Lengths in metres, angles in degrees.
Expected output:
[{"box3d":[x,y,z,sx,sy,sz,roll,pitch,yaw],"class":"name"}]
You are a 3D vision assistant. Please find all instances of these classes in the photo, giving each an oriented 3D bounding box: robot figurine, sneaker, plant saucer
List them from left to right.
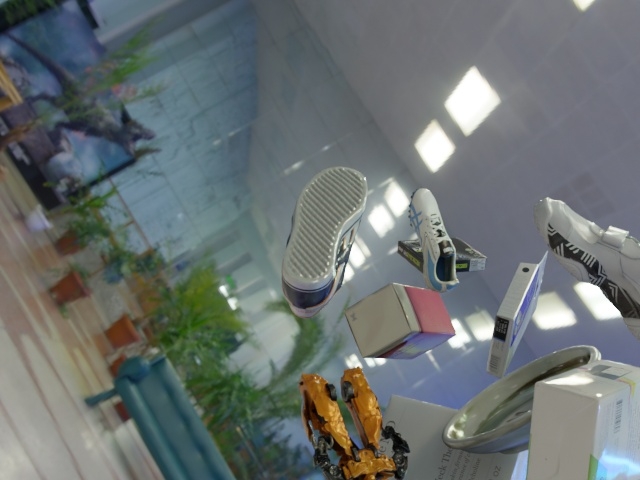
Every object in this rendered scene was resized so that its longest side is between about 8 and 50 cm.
[{"box3d":[0.000,0.000,1.463,0.126,0.321,0.127,16,-44,10],"class":"sneaker"},{"box3d":[0.063,0.402,1.679,0.085,0.211,0.291,107,-29,-43],"class":"robot figurine"},{"box3d":[0.258,-0.003,1.775,0.086,0.085,0.237,-14,-92,54],"class":"sneaker"},{"box3d":[0.466,0.380,1.799,0.100,0.400,0.400,58,-9,3],"class":"plant saucer"},{"box3d":[0.549,0.019,1.362,0.366,0.210,0.137,47,21,12],"class":"sneaker"}]

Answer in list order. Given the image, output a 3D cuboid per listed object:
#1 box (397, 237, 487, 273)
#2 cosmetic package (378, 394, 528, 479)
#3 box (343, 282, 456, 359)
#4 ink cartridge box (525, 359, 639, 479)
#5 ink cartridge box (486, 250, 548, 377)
[{"box3d":[0.338,0.041,2.243,0.184,0.190,0.045,-131,-139,-62],"class":"box"},{"box3d":[0.352,0.643,2.053,0.393,0.329,0.327,6,-30,39],"class":"cosmetic package"},{"box3d":[0.191,0.195,1.887,0.232,0.148,0.127,12,50,-54],"class":"box"},{"box3d":[0.511,0.339,1.455,0.119,0.353,0.207,9,-83,41],"class":"ink cartridge box"},{"box3d":[0.411,0.150,1.679,0.045,0.208,0.206,21,-38,23],"class":"ink cartridge box"}]
